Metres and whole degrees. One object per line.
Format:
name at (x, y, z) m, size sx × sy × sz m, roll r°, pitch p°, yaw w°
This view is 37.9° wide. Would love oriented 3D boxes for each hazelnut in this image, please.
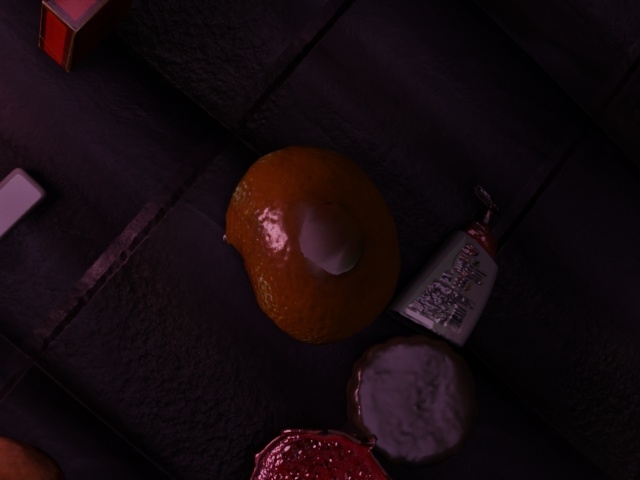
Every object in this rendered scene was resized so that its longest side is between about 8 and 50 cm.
hazelnut at (-0.472, 0.371, 1.367) m, size 0.182 × 0.182 × 0.182 m, roll 1°, pitch 86°, yaw -17°

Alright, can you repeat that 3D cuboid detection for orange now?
orange at (0.005, -0.001, 1.542) m, size 0.263 × 0.196 × 0.334 m, roll -14°, pitch 83°, yaw -31°

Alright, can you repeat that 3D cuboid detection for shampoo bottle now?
shampoo bottle at (0.245, 0.043, 1.656) m, size 0.153 × 0.071 × 0.284 m, roll 32°, pitch 75°, yaw -10°

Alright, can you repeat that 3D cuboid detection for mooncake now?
mooncake at (0.149, 0.269, 1.584) m, size 0.228 × 0.124 × 0.228 m, roll 2°, pitch 82°, yaw -13°

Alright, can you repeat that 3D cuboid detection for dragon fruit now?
dragon fruit at (0.003, 0.373, 1.513) m, size 0.274 × 0.126 × 0.161 m, roll -14°, pitch 83°, yaw 12°

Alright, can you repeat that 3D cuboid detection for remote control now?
remote control at (-0.536, -0.003, 1.439) m, size 0.067 × 0.029 × 0.261 m, roll 45°, pitch 73°, yaw -9°

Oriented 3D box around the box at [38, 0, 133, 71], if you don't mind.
box at (-0.349, -0.354, 1.408) m, size 0.074 × 0.240 × 0.153 m, roll 39°, pitch 76°, yaw -11°
